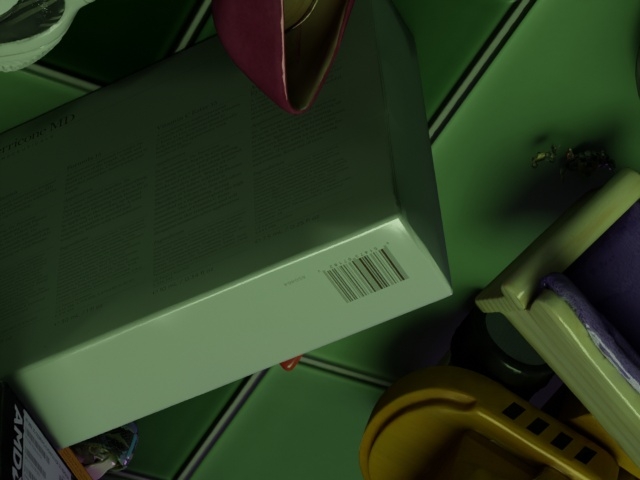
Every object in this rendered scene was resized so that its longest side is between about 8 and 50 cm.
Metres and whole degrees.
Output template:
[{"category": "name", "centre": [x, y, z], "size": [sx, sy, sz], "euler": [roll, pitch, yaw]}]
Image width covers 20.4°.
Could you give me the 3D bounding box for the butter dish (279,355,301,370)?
[{"category": "butter dish", "centre": [0.000, 0.000, 1.464], "size": [0.118, 0.160, 0.160], "euler": [-7, 140, -32]}]

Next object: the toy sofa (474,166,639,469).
[{"category": "toy sofa", "centre": [0.308, 0.124, 1.440], "size": [0.150, 0.177, 0.362], "euler": [-42, 94, -12]}]

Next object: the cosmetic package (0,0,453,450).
[{"category": "cosmetic package", "centre": [-0.102, -0.018, 1.319], "size": [0.377, 0.284, 0.097], "euler": [-22, 133, 17]}]

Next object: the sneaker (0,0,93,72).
[{"category": "sneaker", "centre": [-0.201, -0.271, 1.160], "size": [0.210, 0.137, 0.366], "euler": [24, 131, -29]}]

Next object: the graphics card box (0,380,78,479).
[{"category": "graphics card box", "centre": [-0.275, 0.246, 1.315], "size": [0.233, 0.094, 0.371], "euler": [-11, 145, 9]}]

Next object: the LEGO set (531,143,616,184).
[{"category": "LEGO set", "centre": [0.213, -0.068, 1.475], "size": [0.054, 0.023, 0.083], "euler": [-22, 149, 33]}]

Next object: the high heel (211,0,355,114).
[{"category": "high heel", "centre": [0.028, -0.262, 1.148], "size": [0.127, 0.181, 0.377], "euler": [-5, 143, -29]}]

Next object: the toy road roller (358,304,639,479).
[{"category": "toy road roller", "centre": [0.188, 0.235, 1.582], "size": [0.329, 0.240, 0.202], "euler": [32, 127, -4]}]

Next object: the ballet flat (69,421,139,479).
[{"category": "ballet flat", "centre": [-0.262, 0.213, 1.687], "size": [0.188, 0.070, 0.070], "euler": [-20, 133, 15]}]

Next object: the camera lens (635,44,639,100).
[{"category": "camera lens", "centre": [0.360, -0.074, 1.310], "size": [0.219, 0.274, 0.219], "euler": [-3, 135, -3]}]

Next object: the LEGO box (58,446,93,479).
[{"category": "LEGO box", "centre": [-0.393, 0.305, 1.602], "size": [0.372, 0.193, 0.500], "euler": [-22, 119, 17]}]
